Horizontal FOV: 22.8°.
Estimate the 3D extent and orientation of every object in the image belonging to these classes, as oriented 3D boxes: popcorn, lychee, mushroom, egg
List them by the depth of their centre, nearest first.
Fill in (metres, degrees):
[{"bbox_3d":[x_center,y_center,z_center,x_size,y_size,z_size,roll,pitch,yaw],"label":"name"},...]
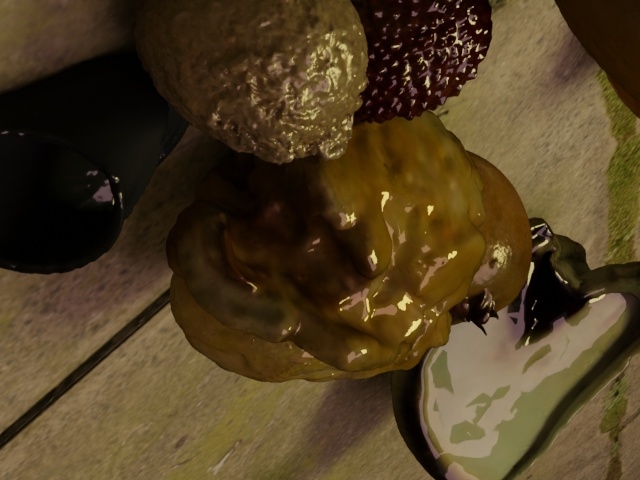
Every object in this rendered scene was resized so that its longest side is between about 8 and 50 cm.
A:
[{"bbox_3d":[-0.035,-0.104,0.878,0.116,0.140,0.118,-6,-115,64],"label":"egg"},{"bbox_3d":[0.045,-0.133,0.968,0.129,0.123,0.123,-57,162,-21],"label":"lychee"},{"bbox_3d":[0.000,0.003,1.057,0.190,0.191,0.253,-29,166,40],"label":"popcorn"},{"bbox_3d":[0.181,0.077,1.563,0.292,0.212,0.217,-41,115,20],"label":"mushroom"}]

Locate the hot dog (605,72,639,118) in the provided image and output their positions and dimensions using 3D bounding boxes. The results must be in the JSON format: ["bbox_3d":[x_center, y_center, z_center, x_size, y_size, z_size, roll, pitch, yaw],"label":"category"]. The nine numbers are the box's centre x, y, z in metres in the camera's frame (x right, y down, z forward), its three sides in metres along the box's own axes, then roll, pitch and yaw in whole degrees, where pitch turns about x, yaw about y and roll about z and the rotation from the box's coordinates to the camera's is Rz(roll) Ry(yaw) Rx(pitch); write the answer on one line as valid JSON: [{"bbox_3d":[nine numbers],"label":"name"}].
[{"bbox_3d":[0.422,-0.253,1.322,0.405,0.185,0.223,-41,158,-11],"label":"hot dog"}]

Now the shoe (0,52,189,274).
[{"bbox_3d":[-0.152,-0.023,0.869,0.241,0.093,0.108,-20,145,-41],"label":"shoe"}]

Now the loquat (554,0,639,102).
[{"bbox_3d":[0.299,-0.224,1.029,0.328,0.328,0.359,-48,-171,8],"label":"loquat"}]

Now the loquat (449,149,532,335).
[{"bbox_3d":[0.098,0.000,1.257,0.137,0.163,0.163,-12,154,2],"label":"loquat"}]
